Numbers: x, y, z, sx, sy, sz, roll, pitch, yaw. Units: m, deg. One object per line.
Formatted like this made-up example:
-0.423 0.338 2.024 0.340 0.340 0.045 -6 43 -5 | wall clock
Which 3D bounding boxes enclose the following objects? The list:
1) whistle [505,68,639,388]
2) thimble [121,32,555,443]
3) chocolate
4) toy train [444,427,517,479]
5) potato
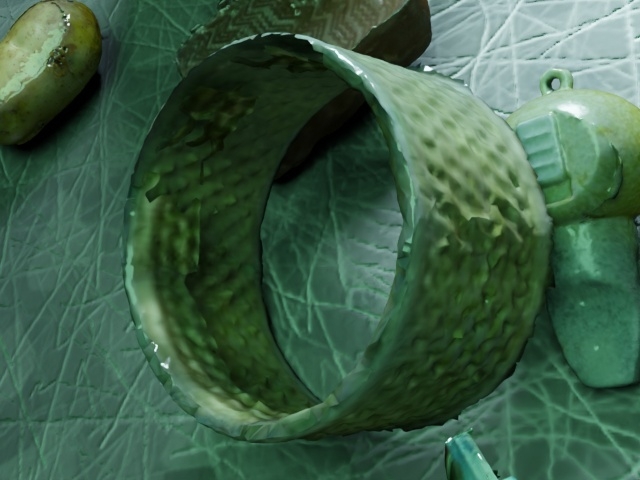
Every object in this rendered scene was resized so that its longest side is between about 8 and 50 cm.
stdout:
0.184 -0.011 0.628 0.123 0.123 0.223 -13 82 20 | whistle
0.000 0.000 0.613 0.271 0.150 0.270 -5 83 42 | thimble
-0.009 -0.166 0.781 0.214 0.093 0.148 -38 59 6 | chocolate
0.085 0.214 0.448 0.120 0.298 0.194 -31 64 3 | toy train
-0.289 -0.170 0.923 0.107 0.080 0.170 32 81 40 | potato
